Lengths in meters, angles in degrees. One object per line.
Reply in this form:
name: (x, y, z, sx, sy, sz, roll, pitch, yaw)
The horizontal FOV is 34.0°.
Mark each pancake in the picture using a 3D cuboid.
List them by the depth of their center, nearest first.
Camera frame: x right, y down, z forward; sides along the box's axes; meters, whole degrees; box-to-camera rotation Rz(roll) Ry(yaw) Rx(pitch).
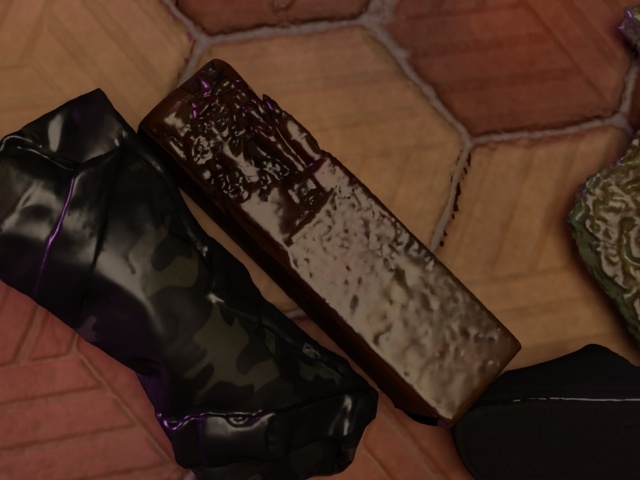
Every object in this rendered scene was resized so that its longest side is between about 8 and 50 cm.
pancake: (0.286, -0.017, 0.851, 0.197, 0.054, 0.376, 4, 81, -12)

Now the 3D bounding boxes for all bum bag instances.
bum bag: (-0.101, 0.056, 0.734, 0.144, 0.095, 0.340, -45, 107, -13)

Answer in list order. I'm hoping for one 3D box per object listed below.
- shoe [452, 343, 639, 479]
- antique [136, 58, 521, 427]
shoe: (0.222, 0.133, 0.798, 0.241, 0.093, 0.108, -6, 116, 10)
antique: (0.000, 0.000, 0.768, 0.310, 0.093, 0.087, 45, 77, -3)
